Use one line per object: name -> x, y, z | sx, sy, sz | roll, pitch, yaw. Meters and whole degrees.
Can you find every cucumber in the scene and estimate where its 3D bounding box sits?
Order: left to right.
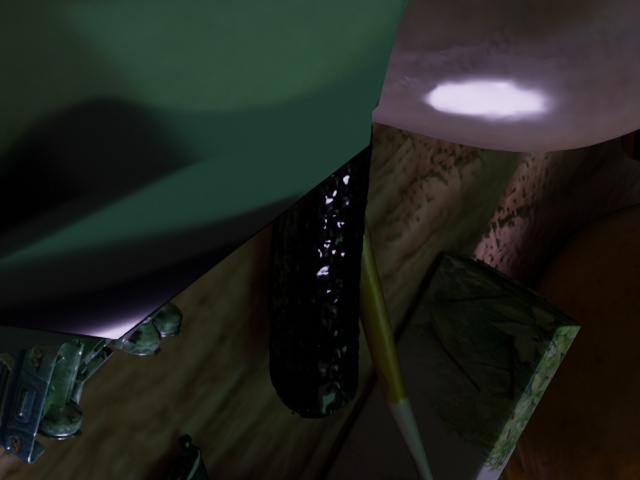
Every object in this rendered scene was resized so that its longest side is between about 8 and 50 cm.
cucumber -> 0.000, 0.000, 0.999 | 0.052, 0.058, 0.215 | -8, 132, -13

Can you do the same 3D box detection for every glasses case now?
glasses case -> 0.062, 0.148, 1.227 | 0.272, 0.095, 0.062 | -62, 158, 11

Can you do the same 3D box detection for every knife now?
knife -> -0.066, 0.207, 1.150 | 0.044, 0.026, 0.296 | -57, 156, -28

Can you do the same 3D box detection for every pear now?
pear -> -0.099, -0.188, 0.416 | 0.399, 0.165, 0.399 | -10, 116, -22

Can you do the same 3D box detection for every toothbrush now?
toothbrush -> 0.037, 0.074, 1.097 | 0.024, 0.021, 0.288 | -35, 130, -26

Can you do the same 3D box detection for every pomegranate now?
pomegranate -> 0.257, 0.112, 1.322 | 0.307, 0.307, 0.307 | -40, 149, -30

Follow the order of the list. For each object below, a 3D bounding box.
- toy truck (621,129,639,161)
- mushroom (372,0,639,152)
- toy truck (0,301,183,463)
toy truck -> 0.276, -0.125, 1.299 | 0.192, 0.092, 0.083 | -54, 155, -25
mushroom -> 0.049, -0.171, 0.668 | 0.297, 0.297, 0.290 | -56, 177, -2
toy truck -> -0.112, 0.022, 0.837 | 0.175, 0.081, 0.067 | -49, 161, -60
